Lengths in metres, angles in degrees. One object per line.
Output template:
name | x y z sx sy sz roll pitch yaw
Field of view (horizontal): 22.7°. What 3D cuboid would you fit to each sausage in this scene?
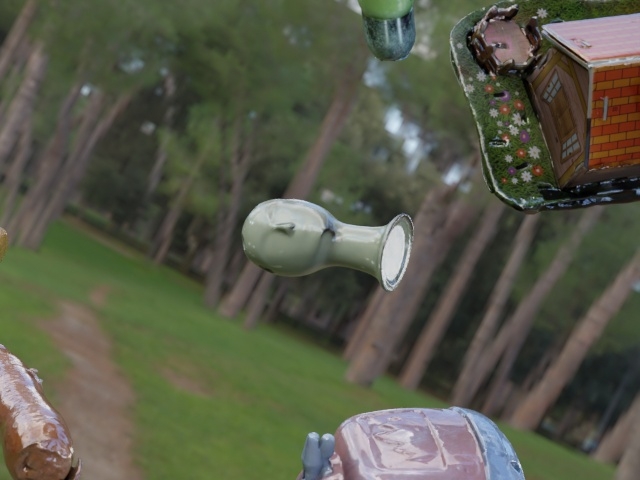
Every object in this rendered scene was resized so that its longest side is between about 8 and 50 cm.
sausage | -0.400 0.219 2.083 0.094 0.094 0.419 -7 16 -22

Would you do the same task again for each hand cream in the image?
hand cream | 0.047 -0.226 1.227 0.046 0.175 0.095 -5 25 3

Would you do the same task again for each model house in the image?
model house | 0.279 -0.153 1.360 0.293 0.207 0.154 -9 -18 -17

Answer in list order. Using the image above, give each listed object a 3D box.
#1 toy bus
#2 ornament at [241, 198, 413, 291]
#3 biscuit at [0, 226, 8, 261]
toy bus | 0.069 0.295 1.516 0.231 0.294 0.197 9 26 -17
ornament | 0.000 0.000 1.454 0.156 0.075 0.081 10 -10 27
biscuit | -0.415 -0.012 1.675 0.220 0.029 0.142 6 -35 29
